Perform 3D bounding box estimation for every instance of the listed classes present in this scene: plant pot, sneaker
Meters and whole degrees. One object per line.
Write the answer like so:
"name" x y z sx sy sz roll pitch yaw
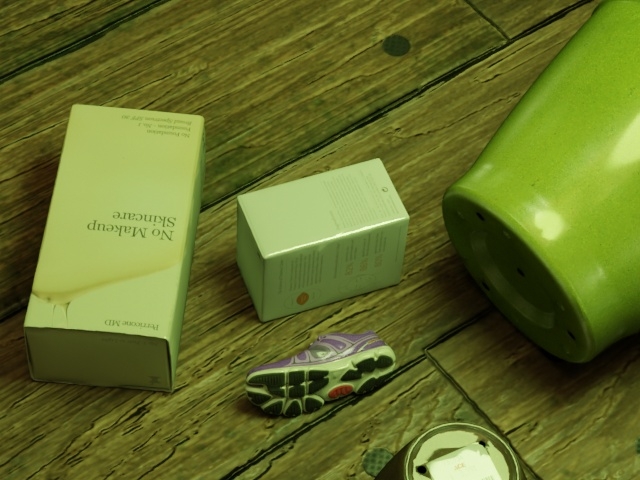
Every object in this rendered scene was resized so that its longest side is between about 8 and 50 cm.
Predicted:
"plant pot" 0.124 0.276 1.587 0.215 0.230 0.215 2 54 -2
"sneaker" -0.005 0.138 1.798 0.170 0.068 0.071 -11 39 -21
"plant pot" 0.333 -0.064 1.806 0.353 0.366 0.366 -38 63 -13

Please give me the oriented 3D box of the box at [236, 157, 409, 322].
"box" 0.000 0.000 1.847 0.170 0.130 0.091 -15 57 -14

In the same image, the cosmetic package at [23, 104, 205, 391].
"cosmetic package" -0.222 0.004 1.845 0.160 0.113 0.309 4 53 0
